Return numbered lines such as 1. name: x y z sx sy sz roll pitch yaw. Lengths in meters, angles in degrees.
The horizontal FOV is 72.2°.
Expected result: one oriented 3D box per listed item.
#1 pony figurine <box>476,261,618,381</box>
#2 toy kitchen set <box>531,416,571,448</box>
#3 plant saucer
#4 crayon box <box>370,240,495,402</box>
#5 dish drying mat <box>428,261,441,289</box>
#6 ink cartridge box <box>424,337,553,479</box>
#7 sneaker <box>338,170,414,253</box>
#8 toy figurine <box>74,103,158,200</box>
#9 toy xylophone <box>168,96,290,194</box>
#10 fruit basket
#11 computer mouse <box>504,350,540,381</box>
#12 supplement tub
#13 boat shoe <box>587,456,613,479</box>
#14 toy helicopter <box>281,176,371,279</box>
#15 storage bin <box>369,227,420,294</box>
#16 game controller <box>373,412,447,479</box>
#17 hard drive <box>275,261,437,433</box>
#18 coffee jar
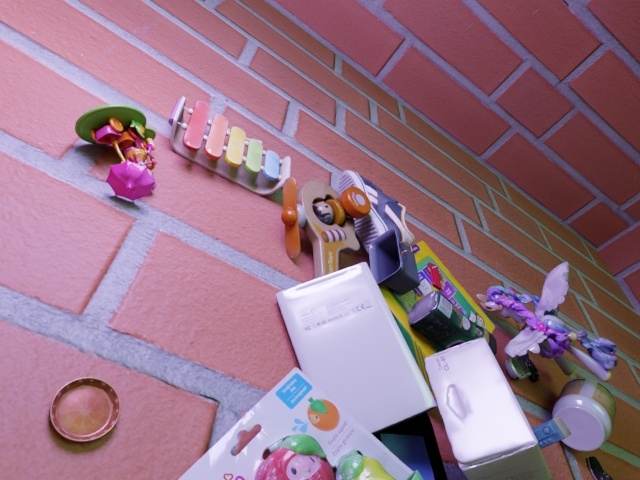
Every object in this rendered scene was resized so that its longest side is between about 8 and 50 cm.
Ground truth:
1. pony figurine: 0.657 0.254 1.277 0.363 0.303 0.351 35 -9 6
2. toy kitchen set: 0.486 0.513 0.931 0.122 0.166 0.207 5 49 -43
3. plant saucer: -0.305 0.220 0.570 0.083 0.013 0.084 27 37 -22
4. crayon box: 0.260 0.185 1.111 0.313 0.106 0.362 53 35 12
5. dish drying mat: 0.300 0.092 1.147 0.032 0.008 0.083 32 35 -20
6. ink cartridge box: 0.325 0.371 0.815 0.306 0.131 0.226 59 12 -32
7. sneaker: 0.151 -0.078 1.235 0.127 0.126 0.321 -1 45 -22
8. toy figurine: -0.368 -0.152 0.855 0.159 0.130 0.173 67 14 11
9. toy xylophone: -0.226 -0.241 1.095 0.322 0.081 0.236 21 39 -31
10. fruit basket: 0.005 0.371 0.589 0.353 0.166 0.327 42 41 14
11. computer mouse: 0.588 0.375 1.304 0.192 0.042 0.106 13 49 -46
12. supplement tub: 0.747 0.490 1.246 0.199 0.144 0.144 -11 61 -50
13. boat shoe: 0.776 0.654 1.192 0.048 0.042 0.133 22 38 -25
14. toy helicopter: 0.000 0.000 1.028 0.234 0.140 0.355 25 48 -33
15. storage bin: 0.179 0.051 1.003 0.091 0.098 0.135 34 35 -29
16. game controller: 0.156 0.434 0.767 0.166 0.067 0.319 22 39 -29
17. hard drive: 0.057 0.205 0.837 0.202 0.040 0.308 -19 60 -9
18. coffee jar: 0.287 0.196 0.950 0.184 0.096 0.079 39 39 -9
